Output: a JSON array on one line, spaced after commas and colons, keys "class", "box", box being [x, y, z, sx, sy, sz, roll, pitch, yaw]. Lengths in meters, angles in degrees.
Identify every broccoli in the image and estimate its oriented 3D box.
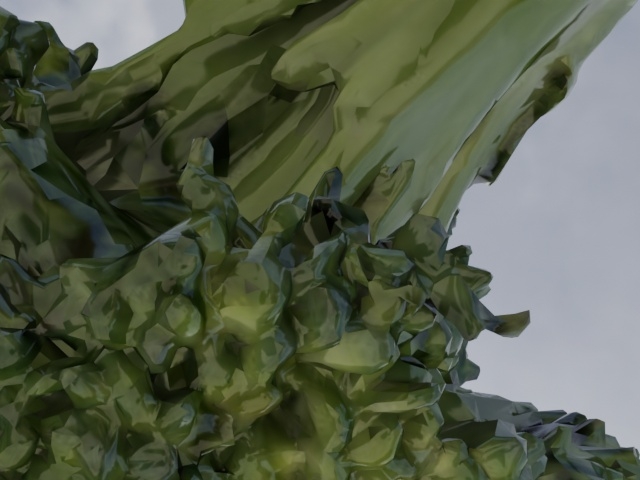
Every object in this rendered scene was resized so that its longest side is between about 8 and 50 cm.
[{"class": "broccoli", "box": [-0.002, 0.023, 0.498, 0.302, 0.375, 0.249, -22, -86, 11]}]
